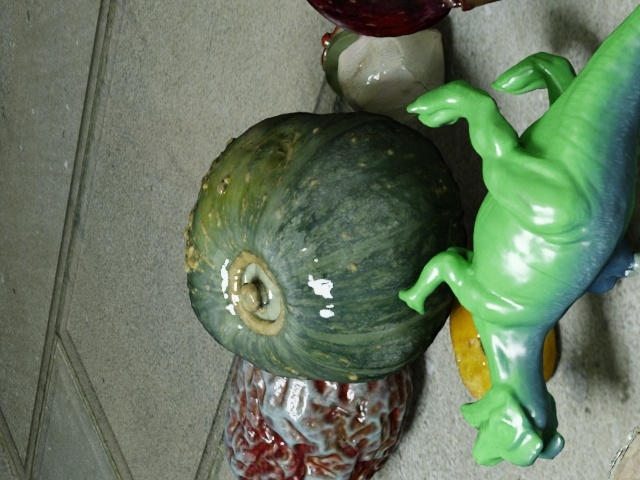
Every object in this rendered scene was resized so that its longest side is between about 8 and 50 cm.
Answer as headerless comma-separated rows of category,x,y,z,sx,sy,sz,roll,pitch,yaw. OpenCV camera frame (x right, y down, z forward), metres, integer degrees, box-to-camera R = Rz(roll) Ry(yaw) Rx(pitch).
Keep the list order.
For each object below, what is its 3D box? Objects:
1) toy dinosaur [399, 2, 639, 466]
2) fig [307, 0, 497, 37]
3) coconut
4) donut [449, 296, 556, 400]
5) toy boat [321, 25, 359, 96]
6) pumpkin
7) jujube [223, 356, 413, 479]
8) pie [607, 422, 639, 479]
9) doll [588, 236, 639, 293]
toy dinosaur,0.248,-0.016,1.196,0.500,0.144,0.374,-25,76,49
fig,0.078,-0.273,1.400,0.249,0.204,0.186,55,129,32
coconut,0.085,-0.188,1.518,0.124,0.110,0.110,-40,63,33
donut,0.194,0.099,1.475,0.152,0.058,0.151,29,124,55
toy boat,0.046,-0.222,1.620,0.089,0.071,0.185,28,139,3
pumpkin,0.000,0.000,1.494,0.328,0.257,0.291,17,118,42
jujube,-0.006,0.208,1.730,0.226,0.226,0.317,57,147,35
pie,0.335,0.246,1.273,0.218,0.052,0.185,-5,97,64
doll,0.265,0.011,1.322,0.083,0.051,0.076,128,130,-58
